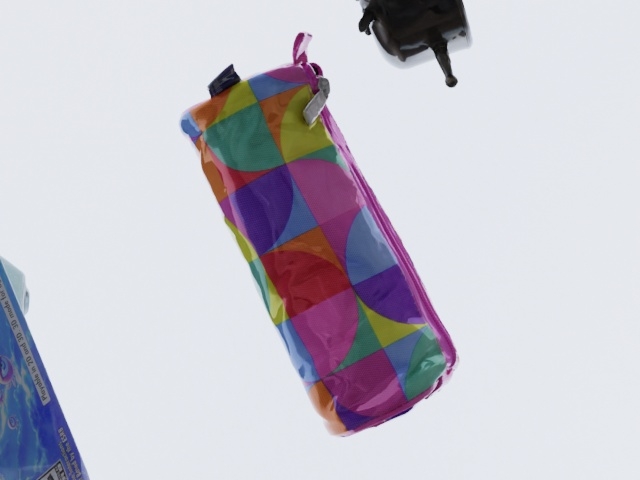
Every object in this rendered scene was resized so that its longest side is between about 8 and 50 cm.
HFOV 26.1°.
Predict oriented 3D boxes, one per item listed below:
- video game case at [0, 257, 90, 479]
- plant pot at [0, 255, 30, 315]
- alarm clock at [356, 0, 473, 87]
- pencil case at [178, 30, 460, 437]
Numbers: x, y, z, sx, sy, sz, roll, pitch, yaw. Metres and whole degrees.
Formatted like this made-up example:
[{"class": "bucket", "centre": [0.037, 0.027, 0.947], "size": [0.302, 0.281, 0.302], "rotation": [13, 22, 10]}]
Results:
[{"class": "video game case", "centre": [-0.245, 0.071, 0.681], "size": [0.061, 0.244, 0.269], "rotation": [-11, -74, 31]}, {"class": "plant pot", "centre": [-0.375, 0.113, 1.149], "size": [0.252, 0.248, 0.247], "rotation": [3, -56, -12]}, {"class": "alarm clock", "centre": [0.042, -0.176, 0.824], "size": [0.064, 0.192, 0.129], "rotation": [-17, -57, 9]}, {"class": "pencil case", "centre": [0.000, 0.000, 0.839], "size": [0.104, 0.104, 0.236], "rotation": [-25, -91, 1]}]
